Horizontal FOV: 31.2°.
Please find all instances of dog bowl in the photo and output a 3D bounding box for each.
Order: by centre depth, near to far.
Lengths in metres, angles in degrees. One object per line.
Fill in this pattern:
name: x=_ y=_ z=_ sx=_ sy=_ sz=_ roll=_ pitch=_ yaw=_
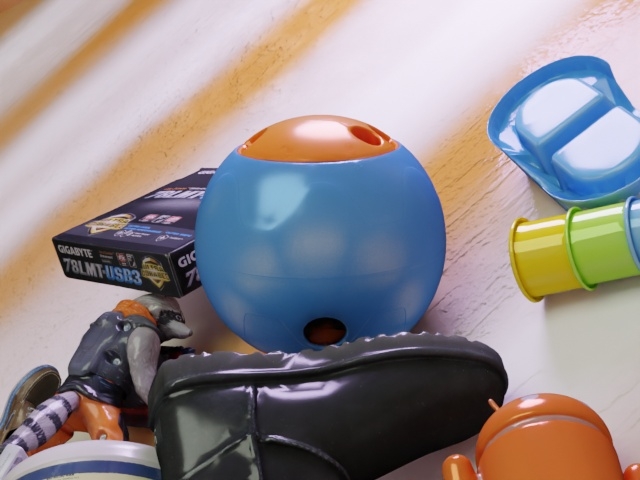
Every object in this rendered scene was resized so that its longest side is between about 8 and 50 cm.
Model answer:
dog bowl: x=0.312 y=-0.112 z=1.333 sx=0.166 sy=0.074 sz=0.297 roll=-38 pitch=33 yaw=3

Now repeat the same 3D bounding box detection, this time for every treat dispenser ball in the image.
treat dispenser ball: x=0.000 y=0.000 z=1.310 sx=0.288 sy=0.288 sz=0.288 roll=-26 pitch=34 yaw=20

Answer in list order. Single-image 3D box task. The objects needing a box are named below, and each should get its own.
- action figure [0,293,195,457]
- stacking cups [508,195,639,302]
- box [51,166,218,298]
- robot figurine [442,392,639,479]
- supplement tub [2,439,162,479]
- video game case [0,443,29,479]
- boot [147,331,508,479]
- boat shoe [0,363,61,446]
action figure: x=-0.241 y=0.186 z=1.424 sx=0.341 sy=0.178 sz=0.330 roll=-9 pitch=38 yaw=33
stacking cups: x=0.354 y=-0.004 z=1.159 sx=0.316 sy=0.096 sz=0.096 roll=-11 pitch=42 yaw=30
box: x=-0.180 y=-0.023 z=1.622 sx=0.293 sy=0.073 sz=0.295 roll=-32 pitch=24 yaw=-36
robot figurine: x=0.198 y=0.221 z=0.985 sx=0.158 sy=0.128 sz=0.219 roll=-27 pitch=34 yaw=19
supplement tub: x=-0.212 y=0.382 z=1.088 sx=0.235 sy=0.235 sz=0.325 roll=-26 pitch=42 yaw=21
video game case: x=-0.341 y=0.348 z=1.237 sx=0.023 sy=0.201 sz=0.183 roll=11 pitch=52 yaw=21
boot: x=0.036 y=0.301 z=1.007 sx=0.367 sy=0.146 sz=0.445 roll=-5 pitch=46 yaw=-7
boat shoe: x=-0.418 y=0.264 z=1.628 sx=0.066 sy=0.066 sz=0.183 roll=14 pitch=70 yaw=47
